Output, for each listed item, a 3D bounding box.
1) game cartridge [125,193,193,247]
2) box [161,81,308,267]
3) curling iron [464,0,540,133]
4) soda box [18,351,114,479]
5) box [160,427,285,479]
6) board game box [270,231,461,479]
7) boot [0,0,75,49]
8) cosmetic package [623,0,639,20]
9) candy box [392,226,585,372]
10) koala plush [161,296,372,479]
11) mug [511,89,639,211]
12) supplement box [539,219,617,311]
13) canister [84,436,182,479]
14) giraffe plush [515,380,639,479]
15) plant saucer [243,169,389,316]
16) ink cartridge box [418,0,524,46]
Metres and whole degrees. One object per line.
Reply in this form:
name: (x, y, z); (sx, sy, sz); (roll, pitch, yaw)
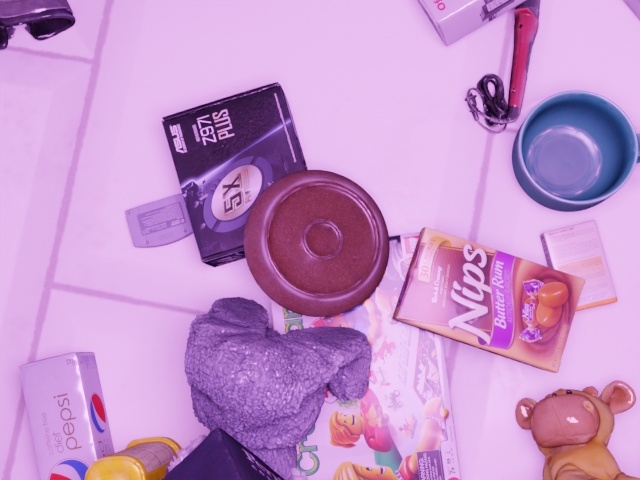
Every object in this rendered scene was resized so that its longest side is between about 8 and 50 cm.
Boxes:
game cartridge: (-0.192, -0.022, 1.132); (0.083, 0.017, 0.056); (-16, 79, 3)
box: (-0.089, -0.076, 1.098); (0.147, 0.077, 0.180); (-16, 83, 3)
curling iron: (0.233, -0.263, 1.114); (0.068, 0.035, 0.274); (15, 85, 6)
soda box: (-0.287, 0.243, 1.083); (0.074, 0.069, 0.216); (-14, 82, 3)
box: (0.025, 0.483, 0.746); (0.297, 0.472, 0.480); (-46, 114, -3)
board game box: (0.049, 0.151, 1.074); (0.193, 0.053, 0.305); (-8, 83, 5)
boot: (-0.478, -0.350, 1.146); (0.338, 0.118, 0.222); (-2, 89, 9)
cosmetic package: (0.507, -0.361, 0.958); (0.329, 0.327, 0.393); (-36, 82, 0)
candy box: (0.184, 0.066, 1.026); (0.187, 0.053, 0.109); (18, 84, 2)
koala plush: (-0.071, 0.196, 0.974); (0.196, 0.203, 0.221); (15, 100, 13)
mug: (0.297, -0.091, 1.059); (0.158, 0.097, 0.129); (29, 86, 6)
supplement box: (0.298, 0.031, 1.076); (0.062, 0.036, 0.098); (-13, 83, 3)
canister: (-0.200, 0.287, 1.020); (0.073, 0.170, 0.126); (-6, 83, 4)
giraffe plush: (0.280, 0.235, 0.994); (0.181, 0.210, 0.170); (-3, 67, 3)
plant saucer: (0.000, 0.000, 1.028); (0.168, 0.029, 0.168); (2, 79, -13)
ink cartridge box: (0.182, -0.318, 1.094); (0.150, 0.063, 0.109); (-29, 68, 8)
